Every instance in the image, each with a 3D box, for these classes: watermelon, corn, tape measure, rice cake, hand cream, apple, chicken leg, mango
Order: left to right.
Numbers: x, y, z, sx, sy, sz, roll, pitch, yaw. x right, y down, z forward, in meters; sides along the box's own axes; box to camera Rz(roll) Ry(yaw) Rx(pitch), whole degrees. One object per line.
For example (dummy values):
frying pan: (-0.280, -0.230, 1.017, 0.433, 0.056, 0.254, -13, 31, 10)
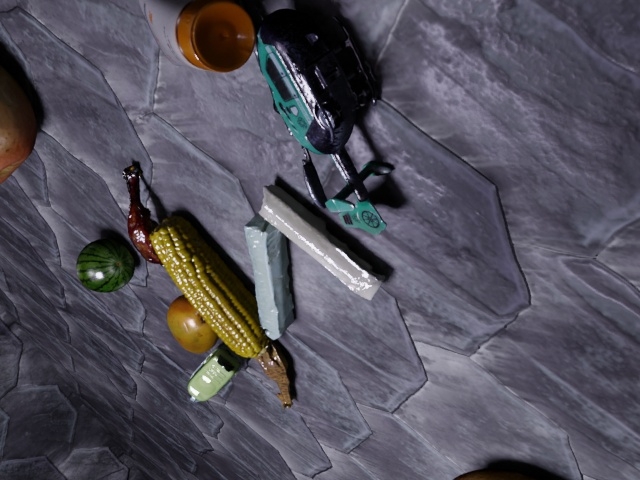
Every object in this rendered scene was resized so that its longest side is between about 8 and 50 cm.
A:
apple: (-0.799, -0.245, 1.387, 0.305, 0.338, 0.338, 49, 146, -17)
watermelon: (-0.558, 0.068, 1.664, 0.187, 0.141, 0.141, -12, 119, 52)
chicken leg: (-0.376, -0.041, 1.394, 0.051, 0.106, 0.253, -2, 126, 12)
hand cream: (-0.189, -0.297, 0.894, 0.314, 0.089, 0.140, 34, 153, 58)
mango: (-0.309, 0.206, 1.587, 0.138, 0.113, 0.253, 34, 153, 6)
corn: (-0.228, 0.104, 1.386, 0.363, 0.120, 0.120, 53, 146, -10)
tape measure: (-0.262, 0.330, 1.638, 0.087, 0.154, 0.177, 42, 117, -6)
rice cake: (-0.094, 0.076, 1.257, 0.063, 0.066, 0.336, 26, 144, 22)
rice cake: (0.000, 0.000, 1.087, 0.256, 0.052, 0.057, 39, 144, 6)

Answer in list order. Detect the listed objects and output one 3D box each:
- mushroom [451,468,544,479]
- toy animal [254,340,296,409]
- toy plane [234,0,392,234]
mushroom: (0.386, 0.570, 1.203, 0.345, 0.239, 0.345, 50, 159, 27)
toy animal: (-0.114, 0.308, 1.552, 0.149, 0.054, 0.276, -1, 128, 50)
toy plane: (0.002, -0.161, 0.870, 0.155, 0.106, 0.382, 3, 131, 52)
